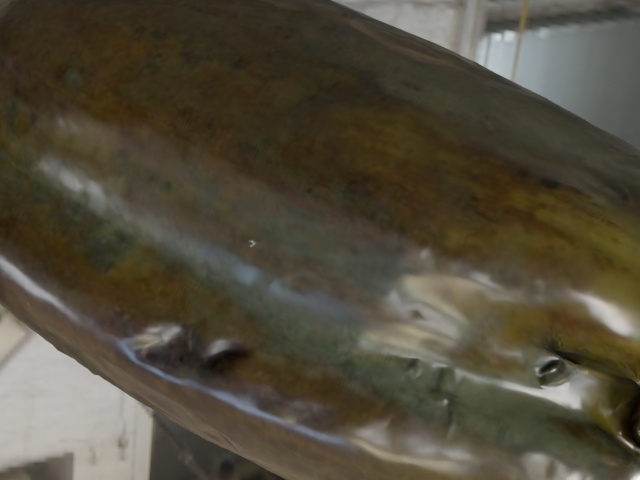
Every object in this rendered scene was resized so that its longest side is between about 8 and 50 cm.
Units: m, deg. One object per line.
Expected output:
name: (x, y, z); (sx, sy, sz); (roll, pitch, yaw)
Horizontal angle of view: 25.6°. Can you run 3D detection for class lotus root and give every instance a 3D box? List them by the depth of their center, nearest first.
lotus root: (0.000, 0.000, 0.386); (0.241, 0.124, 0.123); (26, -175, 18)
